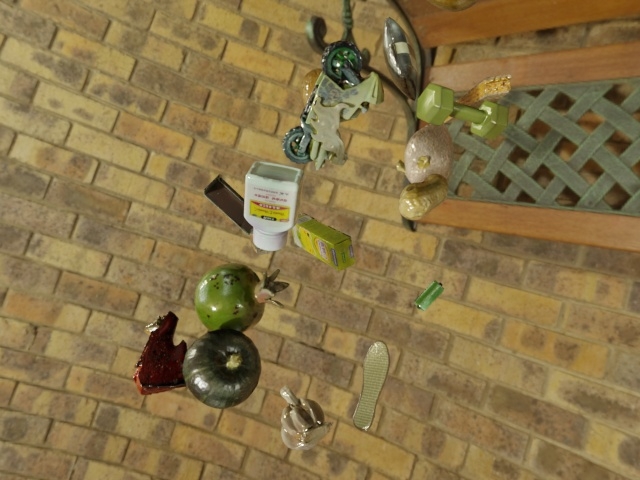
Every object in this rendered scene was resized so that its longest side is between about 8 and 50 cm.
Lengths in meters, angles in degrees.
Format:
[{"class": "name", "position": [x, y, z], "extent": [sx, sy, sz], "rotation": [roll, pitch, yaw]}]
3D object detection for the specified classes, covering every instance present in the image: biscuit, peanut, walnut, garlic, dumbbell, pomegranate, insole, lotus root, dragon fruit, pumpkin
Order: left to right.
[{"class": "dragon fruit", "position": [-0.367, 0.253, 1.001], "extent": [0.123, 0.192, 0.092], "rotation": [-2, 147, 10]}, {"class": "pumpkin", "position": [-0.207, 0.268, 0.923], "extent": [0.167, 0.167, 0.125], "rotation": [17, 135, 1]}, {"class": "pomegranate", "position": [-0.187, 0.135, 1.034], "extent": [0.224, 0.181, 0.181], "rotation": [-12, 163, 21]}, {"class": "lotus root", "position": [-0.215, -0.012, 1.672], "extent": [0.081, 0.113, 0.122], "rotation": [51, 154, 37]}, {"class": "garlic", "position": [-0.063, 0.488, 1.195], "extent": [0.131, 0.127, 0.194], "rotation": [-26, -136, -31]}, {"class": "walnut", "position": [0.009, -0.549, 1.636], "extent": [0.168, 0.207, 0.167], "rotation": [-15, 163, -5]}, {"class": "insole", "position": [0.146, 0.411, 1.233], "extent": [0.086, 0.253, 0.005], "rotation": [0, 156, 40]}, {"class": "peanut", "position": [0.341, -0.152, 1.419], "extent": [0.120, 0.236, 0.110], "rotation": [-3, 119, 48]}, {"class": "dumbbell", "position": [0.437, -0.391, 1.322], "extent": [0.302, 0.108, 0.121], "rotation": [6, -152, -26]}, {"class": "biscuit", "position": [0.535, -0.484, 1.509], "extent": [0.094, 0.054, 0.379], "rotation": [-12, -178, -6]}]

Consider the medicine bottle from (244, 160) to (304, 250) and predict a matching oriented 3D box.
[{"class": "medicine bottle", "position": [-0.068, -0.047, 0.616], "extent": [0.074, 0.117, 0.055], "rotation": [11, -144, 1]}]

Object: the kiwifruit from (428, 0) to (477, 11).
[{"class": "kiwifruit", "position": [0.423, -0.838, 1.377], "extent": [0.234, 0.196, 0.196], "rotation": [44, -172, 27]}]

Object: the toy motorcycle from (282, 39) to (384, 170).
[{"class": "toy motorcycle", "position": [0.046, -0.410, 1.393], "extent": [0.237, 0.410, 0.168], "rotation": [24, -154, -14]}]

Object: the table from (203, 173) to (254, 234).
[{"class": "table", "position": [-0.206, -0.083, 1.042], "extent": [0.146, 0.062, 0.175], "rotation": [43, 171, -10]}]

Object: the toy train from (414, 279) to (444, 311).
[{"class": "toy train", "position": [0.288, 0.146, 1.143], "extent": [0.038, 0.093, 0.056], "rotation": [43, -178, 15]}]

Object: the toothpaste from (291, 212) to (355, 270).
[{"class": "toothpaste", "position": [0.000, 0.000, 1.604], "extent": [0.077, 0.110, 0.327], "rotation": [-24, -150, -25]}]

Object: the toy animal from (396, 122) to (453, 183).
[{"class": "toy animal", "position": [0.489, -0.383, 1.951], "extent": [0.227, 0.358, 0.188], "rotation": [13, 174, -28]}]

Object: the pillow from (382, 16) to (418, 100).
[{"class": "pillow", "position": [0.286, -0.638, 1.540], "extent": [0.106, 0.249, 0.186], "rotation": [-16, 163, 21]}]
